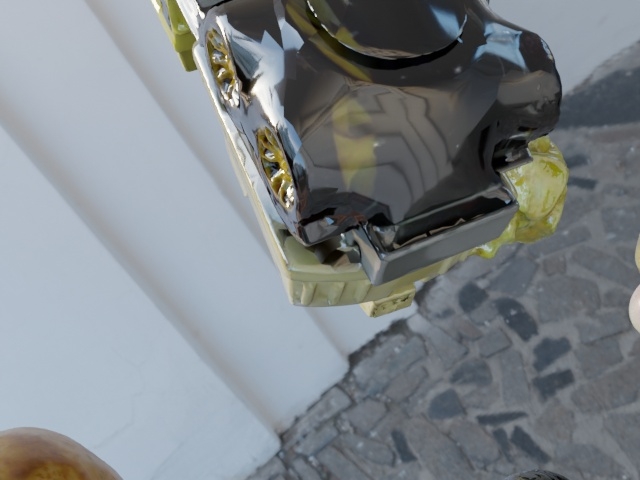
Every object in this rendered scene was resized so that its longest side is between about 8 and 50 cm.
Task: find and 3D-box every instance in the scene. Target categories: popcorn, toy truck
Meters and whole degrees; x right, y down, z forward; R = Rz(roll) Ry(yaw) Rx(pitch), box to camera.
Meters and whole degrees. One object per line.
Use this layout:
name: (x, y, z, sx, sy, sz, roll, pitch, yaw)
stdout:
popcorn: (0.315, -0.120, 1.618, 0.334, 0.292, 0.293, -5, 21, -9)
toy truck: (-0.016, -0.140, 0.580, 0.181, 0.254, 0.405, -20, 65, -17)

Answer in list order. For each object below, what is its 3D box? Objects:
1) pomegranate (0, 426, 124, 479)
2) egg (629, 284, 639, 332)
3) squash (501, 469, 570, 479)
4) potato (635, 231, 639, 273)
pomegranate: (-0.206, 0.222, 0.516, 0.207, 0.207, 0.207, -21, 36, 16)
egg: (0.550, 0.104, 1.295, 0.103, 0.135, 0.103, 5, 56, -7)
squash: (0.324, 0.438, 1.243, 0.193, 0.193, 0.156, -33, 28, 0)
potato: (0.850, 0.072, 1.829, 0.243, 0.221, 0.326, -33, 75, -15)
